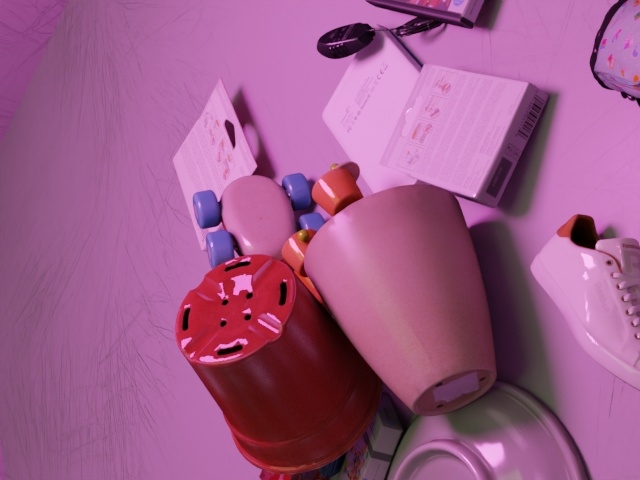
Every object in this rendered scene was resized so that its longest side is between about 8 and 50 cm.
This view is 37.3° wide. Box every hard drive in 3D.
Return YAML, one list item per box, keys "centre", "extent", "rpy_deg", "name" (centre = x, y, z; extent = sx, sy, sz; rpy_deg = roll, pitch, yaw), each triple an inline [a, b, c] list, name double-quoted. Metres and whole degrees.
- centre: [0.121, -0.209, 1.650]
  extent: [0.210, 0.040, 0.318]
  rpy_deg: [-58, 40, 27]
  name: "hard drive"

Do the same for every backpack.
- centre: [0.416, -0.231, 1.166]
  extent: [0.182, 0.115, 0.152]
  rpy_deg: [-124, 47, -63]
  name: "backpack"

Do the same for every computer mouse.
- centre: [0.103, -0.355, 1.655]
  extent: [0.242, 0.041, 0.071]
  rpy_deg: [-4, 37, 30]
  name: "computer mouse"

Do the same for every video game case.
- centre: [0.208, -0.493, 1.580]
  extent: [0.275, 0.035, 0.248]
  rpy_deg: [32, 101, 52]
  name: "video game case"

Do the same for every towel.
- centre: [0.037, 0.343, 1.611]
  extent: [0.029, 0.067, 0.119]
  rpy_deg: [24, 103, 27]
  name: "towel"

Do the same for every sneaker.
- centre: [0.370, 0.071, 1.178]
  extent: [0.123, 0.106, 0.290]
  rpy_deg: [-62, 37, 27]
  name: "sneaker"

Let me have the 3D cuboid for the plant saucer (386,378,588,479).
- centre: [0.199, 0.394, 1.343]
  extent: [0.400, 0.100, 0.400]
  rpy_deg: [-17, 69, 51]
  name: "plant saucer"

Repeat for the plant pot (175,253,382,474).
- centre: [-0.075, 0.177, 1.469]
  extent: [0.272, 0.265, 0.272]
  rpy_deg: [-16, 45, 16]
  name: "plant pot"

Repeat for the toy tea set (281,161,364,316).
- centre: [0.000, 0.000, 1.625]
  extent: [0.124, 0.200, 0.336]
  rpy_deg: [54, 128, 36]
  name: "toy tea set"

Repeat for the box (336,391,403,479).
- centre: [0.075, 0.352, 1.528]
  extent: [0.145, 0.038, 0.186]
  rpy_deg: [-110, 36, -75]
  name: "box"

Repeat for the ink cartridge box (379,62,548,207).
- centre: [0.216, -0.167, 1.461]
  extent: [0.232, 0.066, 0.189]
  rpy_deg: [26, 91, 55]
  name: "ink cartridge box"

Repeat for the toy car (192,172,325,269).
- centre: [-0.120, 0.018, 1.841]
  extent: [0.238, 0.219, 0.210]
  rpy_deg: [96, 158, -48]
  name: "toy car"

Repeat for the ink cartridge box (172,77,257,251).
- centre: [-0.215, -0.164, 2.084]
  extent: [0.261, 0.066, 0.296]
  rpy_deg: [-52, 44, 33]
  name: "ink cartridge box"

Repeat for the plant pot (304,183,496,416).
- centre: [0.140, 0.103, 1.372]
  extent: [0.256, 0.256, 0.274]
  rpy_deg: [-50, 48, 35]
  name: "plant pot"

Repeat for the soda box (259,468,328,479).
- centre: [-0.012, 0.327, 1.657]
  extent: [0.083, 0.092, 0.263]
  rpy_deg: [36, 110, 50]
  name: "soda box"
